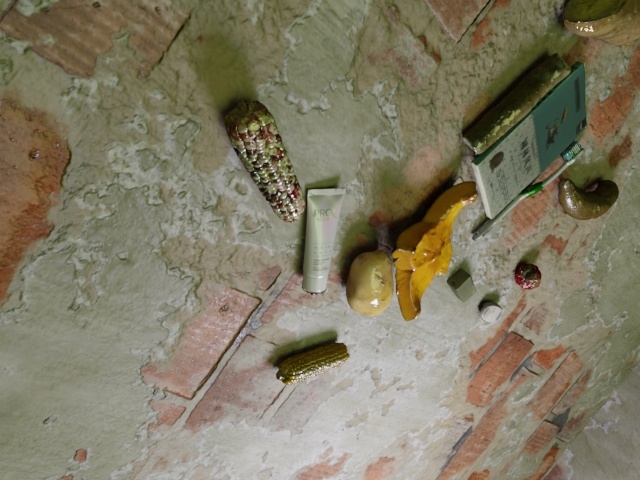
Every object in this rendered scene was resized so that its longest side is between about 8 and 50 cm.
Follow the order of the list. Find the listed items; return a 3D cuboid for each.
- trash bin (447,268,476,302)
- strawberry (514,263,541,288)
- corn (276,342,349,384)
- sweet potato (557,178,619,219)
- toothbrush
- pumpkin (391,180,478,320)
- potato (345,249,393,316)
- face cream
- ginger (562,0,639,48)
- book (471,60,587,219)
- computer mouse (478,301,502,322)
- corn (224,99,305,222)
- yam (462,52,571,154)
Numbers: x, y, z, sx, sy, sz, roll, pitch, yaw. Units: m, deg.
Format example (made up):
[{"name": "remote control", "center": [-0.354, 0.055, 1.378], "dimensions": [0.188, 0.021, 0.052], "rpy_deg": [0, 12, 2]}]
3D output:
[{"name": "trash bin", "center": [0.408, 0.132, 1.724], "dimensions": [0.061, 0.043, 0.092], "rpy_deg": [-43, 138, -5]}, {"name": "strawberry", "center": [0.649, 0.118, 1.866], "dimensions": [0.083, 0.083, 0.096], "rpy_deg": [-33, 142, -14]}, {"name": "corn", "center": [-0.018, 0.308, 1.510], "dimensions": [0.207, 0.068, 0.068], "rpy_deg": [-15, 127, -28]}, {"name": "sweet potato", "center": [0.806, -0.122, 1.805], "dimensions": [0.310, 0.098, 0.124], "rpy_deg": [-2, 98, -33]}, {"name": "toothbrush", "center": [0.581, -0.131, 1.669], "dimensions": [0.418, 0.042, 0.040], "rpy_deg": [-41, 105, -6]}, {"name": "pumpkin", "center": [0.277, 0.021, 1.490], "dimensions": [0.290, 0.095, 0.258], "rpy_deg": [-41, 141, -29]}, {"name": "potato", "center": [0.121, 0.103, 1.445], "dimensions": [0.118, 0.109, 0.178], "rpy_deg": [-4, 118, -11]}, {"name": "face cream", "center": [0.000, 0.000, 1.328], "dimensions": [0.092, 0.058, 0.244], "rpy_deg": [-6, 116, -28]}, {"name": "ginger", "center": [0.719, -0.549, 1.435], "dimensions": [0.354, 0.126, 0.190], "rpy_deg": [-13, 136, -26]}, {"name": "book", "center": [0.550, -0.251, 1.556], "dimensions": [0.379, 0.031, 0.264], "rpy_deg": [-43, 143, -4]}, {"name": "computer mouse", "center": [0.527, 0.221, 1.873], "dimensions": [0.096, 0.039, 0.066], "rpy_deg": [21, 105, -35]}, {"name": "corn", "center": [-0.093, -0.143, 1.132], "dimensions": [0.092, 0.092, 0.280], "rpy_deg": [-38, 136, -9]}, {"name": "yam", "center": [0.468, -0.327, 1.434], "dimensions": [0.317, 0.067, 0.071], "rpy_deg": [-42, 97, -2]}]
